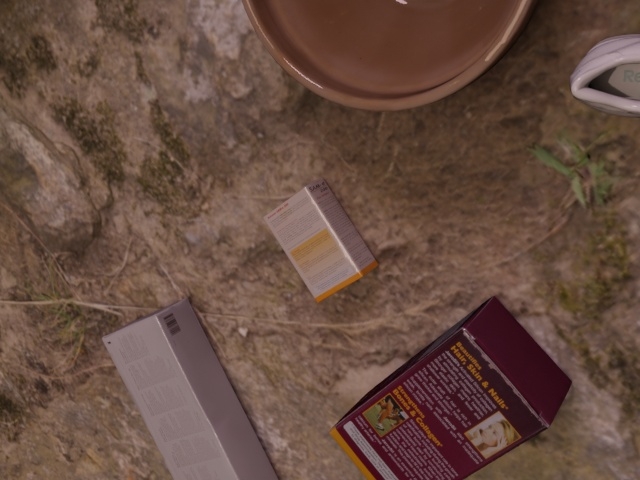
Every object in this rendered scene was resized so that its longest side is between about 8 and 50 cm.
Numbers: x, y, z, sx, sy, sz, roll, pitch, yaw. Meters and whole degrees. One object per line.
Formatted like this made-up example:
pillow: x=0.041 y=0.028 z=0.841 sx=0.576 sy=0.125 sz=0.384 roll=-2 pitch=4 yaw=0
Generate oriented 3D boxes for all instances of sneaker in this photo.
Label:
sneaker: x=0.268 y=-0.107 z=0.506 sx=0.212 sy=0.094 sz=0.080 roll=-4 pitch=104 yaw=32

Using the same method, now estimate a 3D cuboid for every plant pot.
plant pot: x=0.061 y=-0.219 z=0.580 sx=0.237 sy=0.110 sz=0.237 roll=11 pitch=112 yaw=28

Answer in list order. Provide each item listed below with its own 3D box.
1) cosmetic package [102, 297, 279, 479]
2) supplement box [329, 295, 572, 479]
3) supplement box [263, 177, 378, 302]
cosmetic package: x=-0.143 y=0.191 z=0.882 sx=0.099 sy=0.060 sz=0.239 roll=-23 pitch=95 yaw=33
supplement box: x=0.111 y=0.149 z=0.702 sx=0.104 sy=0.081 sz=0.188 roll=49 pitch=125 yaw=7
supplement box: x=0.000 y=0.000 z=0.741 sx=0.062 sy=0.036 sz=0.098 roll=-32 pitch=90 yaw=35
